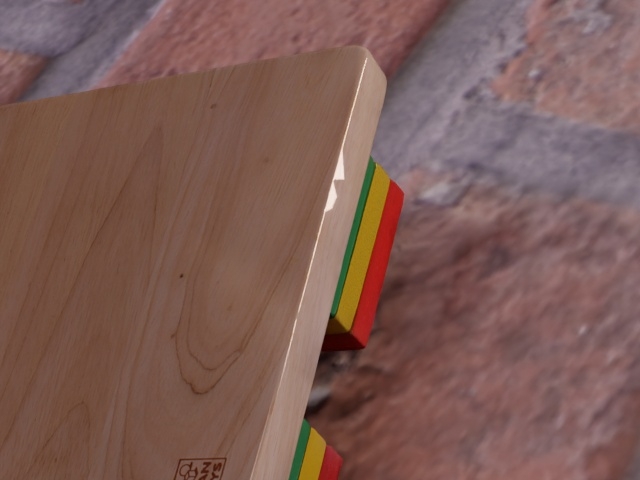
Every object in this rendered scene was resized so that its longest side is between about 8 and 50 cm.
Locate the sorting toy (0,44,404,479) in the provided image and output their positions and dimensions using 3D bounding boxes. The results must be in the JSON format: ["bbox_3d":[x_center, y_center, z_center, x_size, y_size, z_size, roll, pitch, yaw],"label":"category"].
[{"bbox_3d":[-0.093,0.050,0.849,0.255,0.089,0.257,-6,54,31],"label":"sorting toy"}]
